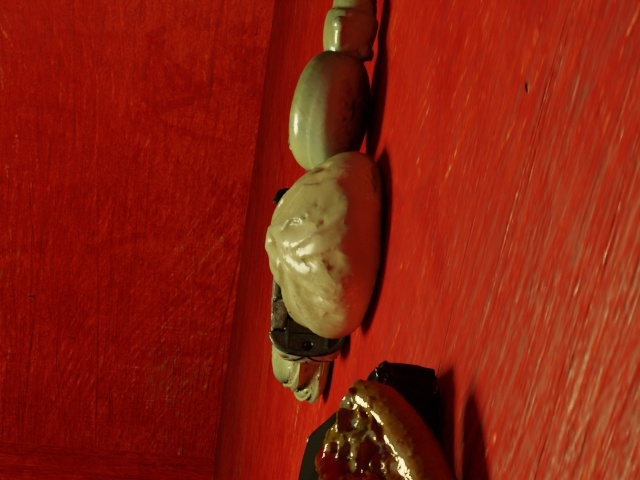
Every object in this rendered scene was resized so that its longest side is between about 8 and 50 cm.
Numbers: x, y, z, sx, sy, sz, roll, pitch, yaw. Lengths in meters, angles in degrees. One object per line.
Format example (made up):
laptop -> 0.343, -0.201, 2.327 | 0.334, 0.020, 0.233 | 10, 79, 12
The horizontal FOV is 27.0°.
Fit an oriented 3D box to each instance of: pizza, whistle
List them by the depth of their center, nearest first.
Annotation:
pizza -> 0.002, 0.193, 0.800 | 0.199, 0.062, 0.188 | -47, 37, 20
whistle -> 0.018, -0.175, 1.342 | 0.126, 0.067, 0.258 | 12, -89, -73

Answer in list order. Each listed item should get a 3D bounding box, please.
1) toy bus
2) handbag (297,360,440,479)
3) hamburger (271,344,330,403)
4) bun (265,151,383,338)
toy bus -> -0.011, 0.043, 1.425 | 0.089, 0.087, 0.194 | 93, 179, -64
handbag -> 0.029, 0.217, 0.949 | 0.247, 0.080, 0.223 | 123, 160, -66
hamburger -> -0.019, 0.112, 1.528 | 0.133, 0.062, 0.140 | -105, 24, -70
bun -> 0.000, 0.000, 1.270 | 0.183, 0.102, 0.183 | -172, 90, -84
